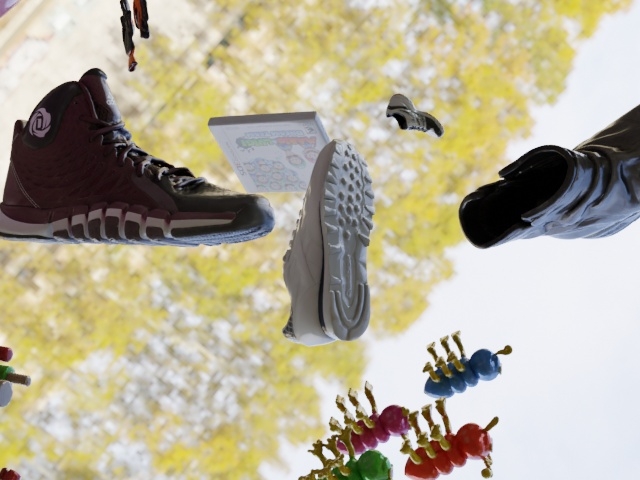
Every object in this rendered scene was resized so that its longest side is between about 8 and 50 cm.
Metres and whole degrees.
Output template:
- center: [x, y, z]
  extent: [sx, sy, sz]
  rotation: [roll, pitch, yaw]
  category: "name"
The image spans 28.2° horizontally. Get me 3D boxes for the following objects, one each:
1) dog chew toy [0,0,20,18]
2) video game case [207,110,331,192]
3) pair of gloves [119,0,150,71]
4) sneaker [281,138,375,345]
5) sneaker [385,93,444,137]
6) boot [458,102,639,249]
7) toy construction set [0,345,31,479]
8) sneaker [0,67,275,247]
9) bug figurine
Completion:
- center: [-0.334, -0.221, 1.004]
  extent: [0.207, 0.206, 0.332]
  rotation: [-57, -170, -29]
  category: "dog chew toy"
- center: [-0.053, -0.115, 1.688]
  extent: [0.157, 0.143, 0.019]
  rotation: [-1, -128, 24]
  category: "video game case"
- center: [-0.173, -0.206, 1.185]
  extent: [0.083, 0.010, 0.074]
  rotation: [129, -47, -60]
  category: "pair of gloves"
- center: [0.000, 0.000, 1.422]
  extent: [0.094, 0.090, 0.235]
  rotation: [-10, -111, 44]
  category: "sneaker"
- center: [0.117, -0.149, 1.613]
  extent: [0.037, 0.083, 0.032]
  rotation: [-62, -168, -24]
  category: "sneaker"
- center: [0.317, -0.086, 1.331]
  extent: [0.222, 0.118, 0.338]
  rotation: [-6, 150, -44]
  category: "boot"
- center: [-0.592, 0.295, 1.911]
  extent: [0.237, 0.257, 0.309]
  rotation: [8, -103, 22]
  category: "toy construction set"
- center: [-0.174, -0.077, 1.153]
  extent: [0.281, 0.163, 0.106]
  rotation: [1, 177, 20]
  category: "sneaker"
- center: [0.093, 0.189, 1.289]
  extent: [0.216, 0.072, 0.279]
  rotation: [-25, -170, 18]
  category: "bug figurine"
